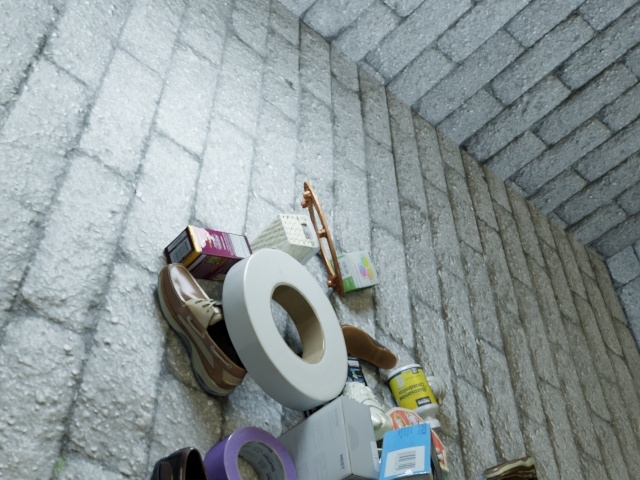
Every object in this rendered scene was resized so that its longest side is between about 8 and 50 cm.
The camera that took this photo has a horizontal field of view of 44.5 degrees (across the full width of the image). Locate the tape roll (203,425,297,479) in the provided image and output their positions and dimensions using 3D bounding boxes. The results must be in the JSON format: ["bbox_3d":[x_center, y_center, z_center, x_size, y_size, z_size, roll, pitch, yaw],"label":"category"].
[{"bbox_3d":[-0.144,0.482,1.597,0.189,0.080,0.189,32,36,-27],"label":"tape roll"}]

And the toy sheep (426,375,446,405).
[{"bbox_3d":[0.319,0.432,2.239,0.091,0.091,0.132,59,-1,14],"label":"toy sheep"}]

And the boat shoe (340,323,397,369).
[{"bbox_3d":[0.117,0.292,2.157,0.207,0.073,0.073,38,-5,-25],"label":"boat shoe"}]

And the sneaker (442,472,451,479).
[{"bbox_3d":[0.303,0.618,1.995,0.319,0.127,0.208,43,18,-35],"label":"sneaker"}]

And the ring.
[{"bbox_3d":[0.000,0.000,2.163,0.336,0.032,0.336,163,-90,-84],"label":"ring"}]

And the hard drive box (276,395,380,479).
[{"bbox_3d":[0.008,0.467,1.660,0.089,0.232,0.181,27,39,-33],"label":"hard drive box"}]

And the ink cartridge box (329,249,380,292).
[{"bbox_3d":[0.117,0.092,2.330,0.209,0.062,0.108,-4,74,-59],"label":"ink cartridge box"}]

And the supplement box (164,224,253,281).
[{"bbox_3d":[-0.266,0.035,1.890,0.188,0.104,0.080,11,48,-47],"label":"supplement box"}]

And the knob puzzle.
[{"bbox_3d":[0.243,0.475,1.949,0.213,0.030,0.213,32,18,-12],"label":"knob puzzle"}]

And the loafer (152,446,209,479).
[{"bbox_3d":[-0.226,0.526,1.427,0.109,0.095,0.302,8,51,-49],"label":"loafer"}]

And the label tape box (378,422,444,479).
[{"bbox_3d":[0.220,0.590,1.616,0.249,0.115,0.347,-51,123,-79],"label":"label tape box"}]

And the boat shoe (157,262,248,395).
[{"bbox_3d":[-0.250,0.181,1.742,0.123,0.116,0.324,-11,66,-56],"label":"boat shoe"}]

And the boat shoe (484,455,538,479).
[{"bbox_3d":[0.570,0.692,2.287,0.258,0.095,0.095,7,57,-49],"label":"boat shoe"}]

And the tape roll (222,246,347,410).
[{"bbox_3d":[-0.076,0.202,1.825,0.392,0.072,0.392,43,29,-32],"label":"tape roll"}]

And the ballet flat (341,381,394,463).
[{"bbox_3d":[0.112,0.487,1.796,0.147,0.147,0.408,36,38,-23],"label":"ballet flat"}]

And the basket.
[{"bbox_3d":[-0.099,0.017,2.073,0.103,0.167,0.113,7,51,-41],"label":"basket"}]

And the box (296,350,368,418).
[{"bbox_3d":[0.036,0.375,1.969,0.220,0.051,0.175,14,46,-44],"label":"box"}]

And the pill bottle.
[{"bbox_3d":[0.261,0.440,2.142,0.103,0.103,0.184,11,48,-47],"label":"pill bottle"}]
